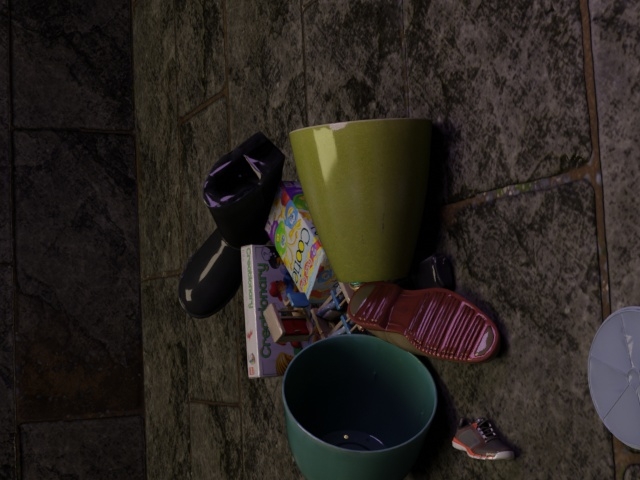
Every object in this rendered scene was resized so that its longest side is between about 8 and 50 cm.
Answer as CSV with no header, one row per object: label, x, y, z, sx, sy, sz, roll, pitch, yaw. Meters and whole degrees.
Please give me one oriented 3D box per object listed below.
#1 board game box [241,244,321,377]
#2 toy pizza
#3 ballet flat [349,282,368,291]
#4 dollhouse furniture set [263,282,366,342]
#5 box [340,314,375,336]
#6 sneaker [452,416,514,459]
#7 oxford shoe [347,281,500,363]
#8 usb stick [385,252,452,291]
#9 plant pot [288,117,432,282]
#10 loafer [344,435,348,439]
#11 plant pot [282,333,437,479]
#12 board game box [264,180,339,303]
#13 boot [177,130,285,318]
board game box,-0.086,0.164,2.296,0.053,0.193,0.305,-14,78,52
toy pizza,0.453,0.193,1.383,0.201,0.032,0.201,180,90,-65
ballet flat,0.105,0.013,2.029,0.080,0.073,0.232,-10,55,38
dollhouse furniture set,0.008,0.163,1.994,0.129,0.184,0.129,-51,51,39
box,0.072,0.190,2.124,0.083,0.062,0.052,-24,69,60
sneaker,0.280,0.343,1.709,0.158,0.061,0.064,4,88,63
oxford shoe,0.210,0.162,1.820,0.348,0.130,0.123,19,73,49
usb stick,0.174,0.098,1.937,0.278,0.045,0.077,-37,64,58
plant pot,0.087,-0.071,1.874,0.275,0.275,0.293,-3,92,64
loafer,0.015,0.459,2.200,0.268,0.102,0.092,150,123,-60
plant pot,0.067,0.366,1.909,0.293,0.293,0.235,-119,24,-44
board game box,0.000,0.000,2.179,0.275,0.144,0.142,58,139,46
boot,-0.220,-0.021,2.306,0.367,0.146,0.445,-57,-4,-16
